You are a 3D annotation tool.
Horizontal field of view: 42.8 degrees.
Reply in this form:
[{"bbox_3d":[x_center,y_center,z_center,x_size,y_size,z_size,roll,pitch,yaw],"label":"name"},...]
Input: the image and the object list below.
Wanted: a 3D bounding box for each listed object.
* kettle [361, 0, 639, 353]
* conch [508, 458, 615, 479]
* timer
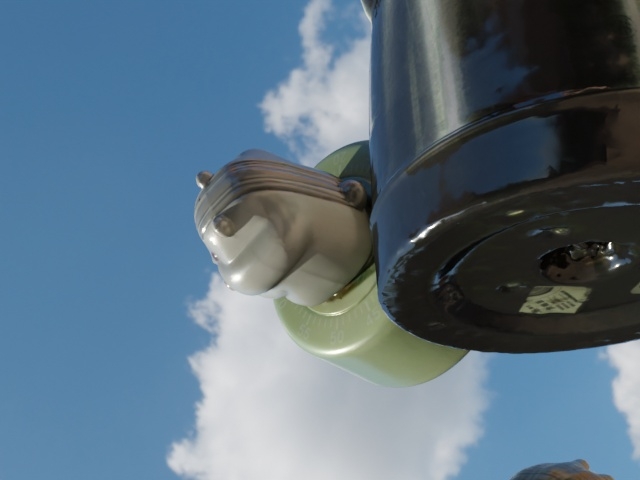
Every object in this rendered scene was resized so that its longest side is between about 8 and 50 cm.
[{"bbox_3d":[0.178,-0.121,0.506,0.228,0.321,0.324,89,179,-63],"label":"kettle"},{"bbox_3d":[0.289,0.398,1.098,0.386,0.203,0.169,5,-35,-17],"label":"conch"},{"bbox_3d":[0.000,0.000,0.903,0.315,0.291,0.290,18,-89,-40],"label":"timer"}]
